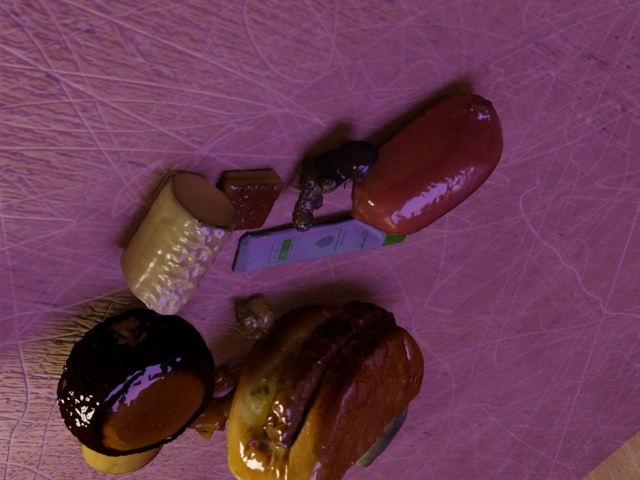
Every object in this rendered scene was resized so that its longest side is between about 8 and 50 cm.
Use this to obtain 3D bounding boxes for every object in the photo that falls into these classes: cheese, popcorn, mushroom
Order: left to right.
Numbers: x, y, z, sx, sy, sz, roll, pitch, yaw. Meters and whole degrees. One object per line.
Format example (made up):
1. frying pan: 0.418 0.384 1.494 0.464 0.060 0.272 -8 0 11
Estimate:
1. cheese: -0.189 0.004 1.714 0.093 0.123 0.167 -3 137 -47
2. popcorn: -0.108 0.121 2.019 0.083 0.059 0.068 23 81 -62
3. mushroom: 0.117 0.351 2.528 0.107 0.087 0.333 -17 150 -15

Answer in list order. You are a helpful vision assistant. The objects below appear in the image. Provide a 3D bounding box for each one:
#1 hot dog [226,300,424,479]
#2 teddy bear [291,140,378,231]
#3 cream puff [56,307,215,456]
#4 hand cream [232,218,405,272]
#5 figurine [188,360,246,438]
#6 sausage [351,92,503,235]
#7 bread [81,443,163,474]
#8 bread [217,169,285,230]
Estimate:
1. hot dog: 0.009 0.228 2.081 0.405 0.185 0.223 -40 131 -46
2. teddy bear: 0.011 -0.094 1.800 0.160 0.078 0.119 -40 -170 33
3. cream puff: -0.275 0.202 1.879 0.239 0.165 0.239 -24 143 -20
4. hand cream: 0.000 -0.001 1.962 0.275 0.050 0.079 -10 116 -24
5. figurine: -0.156 0.268 2.173 0.176 0.121 0.122 -23 121 3
6. sausage: 0.154 -0.102 1.851 0.254 0.148 0.148 -32 149 -2
7. bread: -0.306 0.304 2.070 0.147 0.098 0.217 -11 143 -24
8. bread: -0.108 -0.055 1.786 0.090 0.035 0.094 -7 142 -35
